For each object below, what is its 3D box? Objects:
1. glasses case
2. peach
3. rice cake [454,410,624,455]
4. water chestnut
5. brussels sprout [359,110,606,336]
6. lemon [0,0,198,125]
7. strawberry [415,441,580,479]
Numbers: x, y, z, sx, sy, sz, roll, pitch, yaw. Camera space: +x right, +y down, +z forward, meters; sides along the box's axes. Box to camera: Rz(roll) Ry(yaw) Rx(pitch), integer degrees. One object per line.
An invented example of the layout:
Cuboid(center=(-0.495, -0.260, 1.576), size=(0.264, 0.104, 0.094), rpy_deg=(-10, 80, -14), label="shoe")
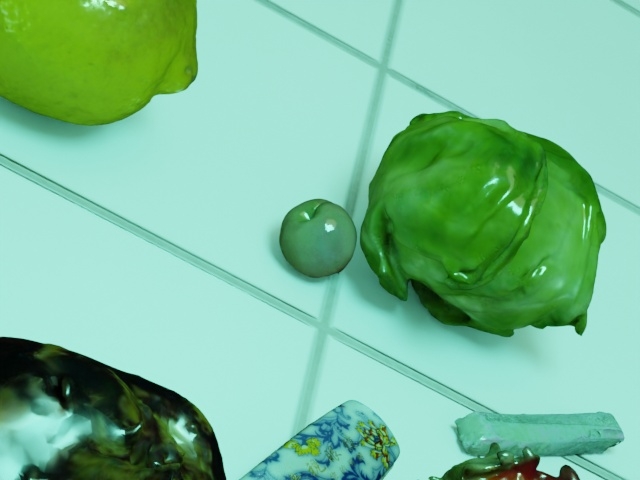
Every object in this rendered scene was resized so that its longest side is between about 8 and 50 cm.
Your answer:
Cuboid(center=(-0.017, 0.224, 1.535), size=(0.087, 0.065, 0.248), rpy_deg=(50, 41, 6), label="glasses case")
Cuboid(center=(-0.002, -0.001, 1.785), size=(0.083, 0.083, 0.083), rpy_deg=(22, 39, -19), label="peach")
Cuboid(center=(0.229, 0.200, 1.786), size=(0.211, 0.034, 0.043), rpy_deg=(4, 44, -36), label="rice cake")
Cuboid(center=(-0.186, 0.211, 1.199), size=(0.335, 0.347, 0.335), rpy_deg=(24, 45, -27), label="water chestnut")
Cuboid(center=(0.171, -0.018, 1.817), size=(0.259, 0.227, 0.294), rpy_deg=(30, 2, -26), label="brussels sprout")
Cuboid(center=(-0.249, -0.233, 1.717), size=(0.288, 0.233, 0.233), rpy_deg=(30, 37, -12), label="lemon")
Cuboid(center=(0.147, 0.325, 1.493), size=(0.253, 0.150, 0.280), rpy_deg=(-35, 79, -17), label="strawberry")
